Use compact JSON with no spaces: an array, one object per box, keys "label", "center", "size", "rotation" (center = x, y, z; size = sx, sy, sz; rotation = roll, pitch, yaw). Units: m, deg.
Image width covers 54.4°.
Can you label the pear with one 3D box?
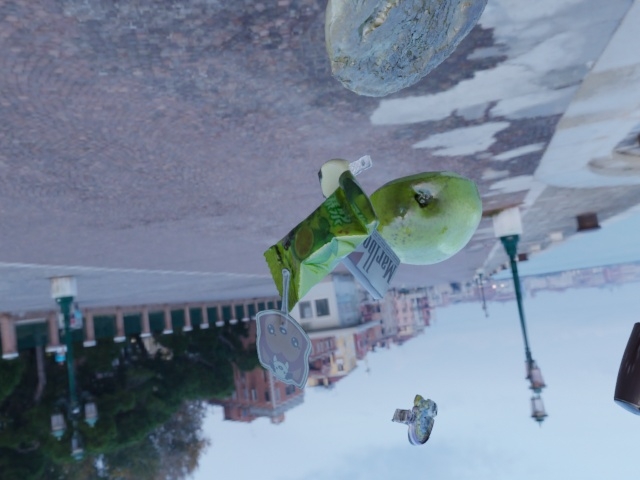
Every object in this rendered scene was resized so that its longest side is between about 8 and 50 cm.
[{"label":"pear","center":[0.277,-0.060,1.766],"size":[0.342,0.239,0.318],"rotation":[-12,168,20]}]

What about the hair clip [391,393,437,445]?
[{"label":"hair clip","center":[0.231,0.428,1.482],"size":[0.049,0.116,0.172],"rotation":[11,166,39]}]

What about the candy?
[{"label":"candy","center":[0.000,0.000,1.116],"size":[0.246,0.149,0.069],"rotation":[-41,138,17]}]

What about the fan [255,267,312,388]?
[{"label":"fan","center":[-0.063,0.146,1.061],"size":[0.132,0.220,0.009],"rotation":[20,-153,35]}]

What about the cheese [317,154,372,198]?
[{"label":"cheese","center":[0.078,-0.200,1.852],"size":[0.054,0.127,0.251],"rotation":[-12,175,-32]}]

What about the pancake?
[{"label":"pancake","center":[0.130,-0.358,0.885],"size":[0.065,0.356,0.356],"rotation":[39,-161,27]}]

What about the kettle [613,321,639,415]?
[{"label":"kettle","center":[0.876,0.351,1.631],"size":[0.144,0.232,0.202],"rotation":[29,169,-16]}]

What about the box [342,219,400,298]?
[{"label":"box","center":[0.104,0.031,1.372],"size":[0.035,0.115,0.177],"rotation":[-6,135,45]}]
